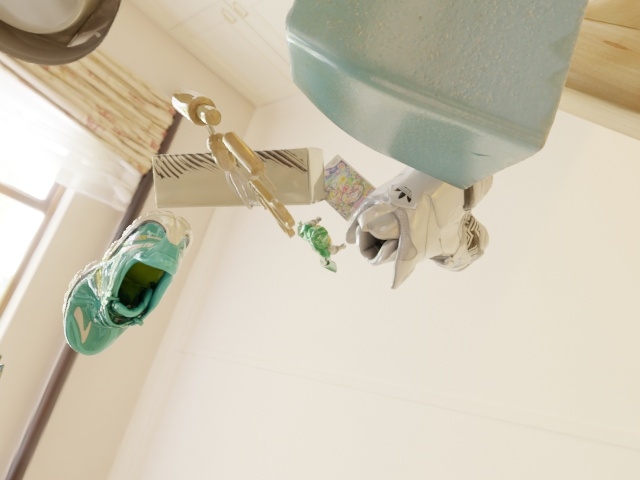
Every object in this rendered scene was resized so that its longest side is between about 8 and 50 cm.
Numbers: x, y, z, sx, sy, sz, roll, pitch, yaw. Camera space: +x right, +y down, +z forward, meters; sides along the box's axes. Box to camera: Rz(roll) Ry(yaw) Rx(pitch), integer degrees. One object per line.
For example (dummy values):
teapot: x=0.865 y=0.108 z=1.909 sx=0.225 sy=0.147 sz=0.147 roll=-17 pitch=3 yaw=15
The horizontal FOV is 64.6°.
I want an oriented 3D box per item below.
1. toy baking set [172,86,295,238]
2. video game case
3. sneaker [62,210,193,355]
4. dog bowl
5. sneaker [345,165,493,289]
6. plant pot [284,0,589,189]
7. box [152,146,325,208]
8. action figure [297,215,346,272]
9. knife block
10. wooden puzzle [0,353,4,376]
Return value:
toy baking set: x=-0.109 y=-0.092 z=0.592 sx=0.030 sy=0.196 sz=0.256 roll=-37 pitch=-142 yaw=-9
video game case: x=0.044 y=-0.106 z=1.010 sx=0.087 sy=0.011 sz=0.122 roll=-45 pitch=-114 yaw=1
sneaker: x=-0.273 y=0.074 z=0.683 sx=0.275 sy=0.107 sz=0.110 roll=-46 pitch=-148 yaw=26
dog bowl: x=-0.466 y=-0.462 z=0.795 sx=0.349 sy=0.348 sz=0.102 roll=-24 pitch=-148 yaw=31
sneaker: x=0.159 y=-0.010 z=0.829 sx=0.210 sy=0.365 sz=0.137 roll=-38 pitch=-119 yaw=-8
plant pot: x=0.103 y=-0.223 z=0.542 sx=0.247 sy=0.252 sz=0.247 roll=83 pitch=25 yaw=-87
box: x=-0.137 y=-0.106 z=0.866 sx=0.275 sy=0.113 sz=0.094 roll=-1 pitch=-82 yaw=13
action figure: x=0.000 y=0.000 z=0.965 sx=0.063 sy=0.137 sz=0.232 roll=-41 pitch=177 yaw=-1
knife block: x=0.333 y=-0.229 z=0.706 sx=0.242 sy=0.088 sz=0.275 roll=-17 pitch=-122 yaw=43
wooden puzzle: x=-0.484 y=0.207 z=0.739 sx=0.049 sy=0.006 sz=0.083 roll=-10 pitch=-116 yaw=31
